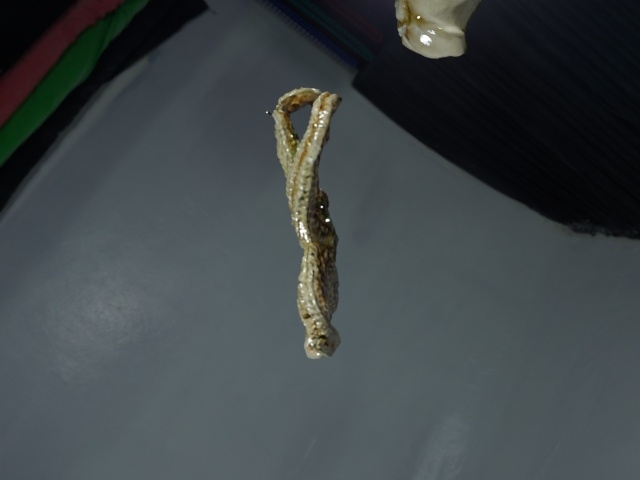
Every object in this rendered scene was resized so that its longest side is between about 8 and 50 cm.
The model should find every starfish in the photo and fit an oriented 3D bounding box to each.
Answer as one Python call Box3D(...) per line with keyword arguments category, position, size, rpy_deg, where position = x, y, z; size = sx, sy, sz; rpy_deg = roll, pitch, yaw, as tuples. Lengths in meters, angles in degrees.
Box3D(category="starfish", position=(-0.010, 0.000, 0.371), size=(0.150, 0.053, 0.209), rpy_deg=(-80, -10, -60))

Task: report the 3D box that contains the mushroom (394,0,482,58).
Box3D(category="mushroom", position=(0.162, -0.332, 0.488), size=(0.126, 0.177, 0.397), rpy_deg=(-11, -8, -11))
